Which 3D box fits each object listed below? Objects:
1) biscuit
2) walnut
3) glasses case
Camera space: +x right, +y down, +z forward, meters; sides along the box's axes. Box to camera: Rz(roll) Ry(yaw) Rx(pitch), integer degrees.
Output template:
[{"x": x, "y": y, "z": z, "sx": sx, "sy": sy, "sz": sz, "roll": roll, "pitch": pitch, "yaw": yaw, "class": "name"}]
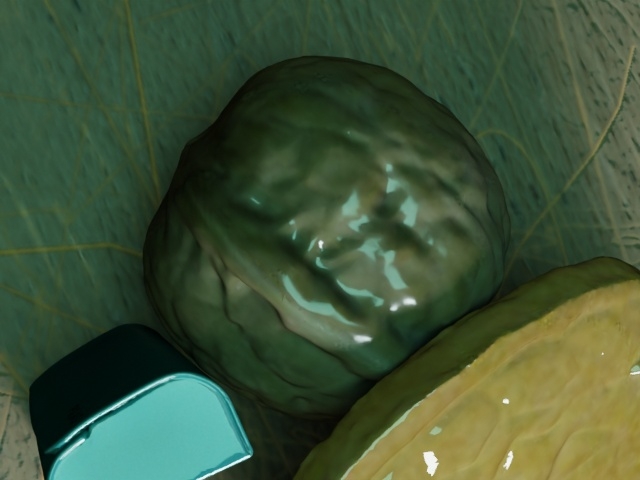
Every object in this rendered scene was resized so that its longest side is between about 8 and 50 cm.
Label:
[{"x": 0.114, "y": 0.196, "z": 1.027, "sx": 0.385, "sy": 0.062, "sz": 0.365, "roll": -42, "pitch": 140, "yaw": -8, "class": "biscuit"}, {"x": 0.001, "y": -0.001, "z": 1.014, "sx": 0.248, "sy": 0.248, "sz": 0.248, "roll": -1, "pitch": 93, "yaw": -13, "class": "walnut"}, {"x": -0.131, "y": 0.108, "z": 0.948, "sx": 0.117, "sy": 0.301, "sz": 0.070, "roll": -25, "pitch": 99, "yaw": -12, "class": "glasses case"}]
